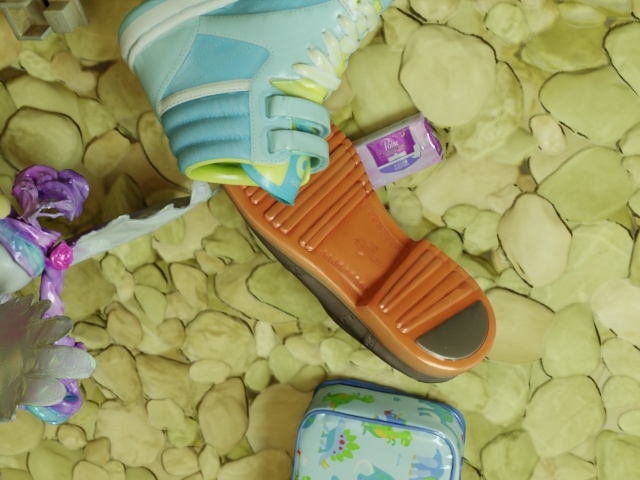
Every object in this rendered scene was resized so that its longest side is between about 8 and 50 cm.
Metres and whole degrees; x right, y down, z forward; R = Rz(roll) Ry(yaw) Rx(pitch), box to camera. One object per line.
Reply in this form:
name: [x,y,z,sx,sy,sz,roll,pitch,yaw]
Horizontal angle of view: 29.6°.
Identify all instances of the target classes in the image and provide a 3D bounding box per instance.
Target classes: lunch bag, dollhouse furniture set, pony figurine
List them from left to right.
pony figurine: [-0.304,0.019,1.163,0.363,0.303,0.351,49,144,-12]
dollhouse furniture set: [-0.211,-0.269,1.095,0.182,0.101,0.161,6,137,28]
lunch bag: [0.058,0.261,1.251,0.176,0.090,0.219,10,112,9]

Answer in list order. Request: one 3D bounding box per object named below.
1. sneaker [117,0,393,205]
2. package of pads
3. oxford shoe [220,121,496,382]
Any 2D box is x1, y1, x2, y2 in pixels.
sneaker: [0.000,-0.148,1.036,0.319,0.127,0.208,-23,73,10]
package of pads: [0.070,-0.084,1.149,0.083,0.032,0.050,-23,108,19]
oxford shoe: [0.000,0.000,1.143,0.363,0.130,0.133,49,155,7]
